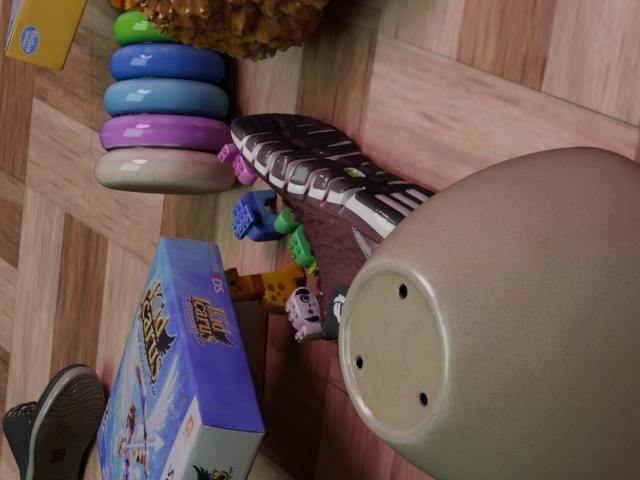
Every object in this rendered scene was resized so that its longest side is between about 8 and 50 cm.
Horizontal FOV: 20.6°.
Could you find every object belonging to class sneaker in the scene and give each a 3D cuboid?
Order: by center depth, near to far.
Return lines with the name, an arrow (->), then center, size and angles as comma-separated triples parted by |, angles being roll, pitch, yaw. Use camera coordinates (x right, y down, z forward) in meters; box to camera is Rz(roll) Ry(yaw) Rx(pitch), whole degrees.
sneaker -> 0.000, 0.000, 1.560 | 0.281, 0.106, 0.162 | 37, 126, 47
sneaker -> -0.324, 0.204, 2.062 | 0.118, 0.083, 0.222 | 55, 136, 38

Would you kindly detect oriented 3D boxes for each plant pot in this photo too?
plant pot -> 0.126, 0.073, 1.306 | 0.284, 0.191, 0.284 | 7, 98, 56

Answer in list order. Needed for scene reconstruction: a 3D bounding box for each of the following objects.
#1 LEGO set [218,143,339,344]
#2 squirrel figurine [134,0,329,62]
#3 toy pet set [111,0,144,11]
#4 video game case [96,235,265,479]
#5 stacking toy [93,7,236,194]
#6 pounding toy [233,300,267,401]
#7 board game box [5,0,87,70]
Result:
LEGO set -> -0.057, 0.012, 1.644 | 0.087, 0.093, 0.227 | -51, 53, 52
squirrel figurine -> -0.136, -0.327, 1.515 | 0.370, 0.281, 0.397 | -29, 97, 20
toy pet set -> -0.197, -0.275, 1.699 | 0.065, 0.114, 0.122 | 81, -171, -83
video game case -> -0.133, 0.171, 1.569 | 0.269, 0.061, 0.244 | -109, 35, -53
stacking toy -> -0.147, -0.214, 1.749 | 0.141, 0.141, 0.330 | -2, 84, 55
pounding toy -> -0.121, 0.115, 1.745 | 0.130, 0.100, 0.141 | 19, 108, 54
board game box -> -0.249, -0.373, 1.837 | 0.242, 0.064, 0.316 | -94, 25, -49
